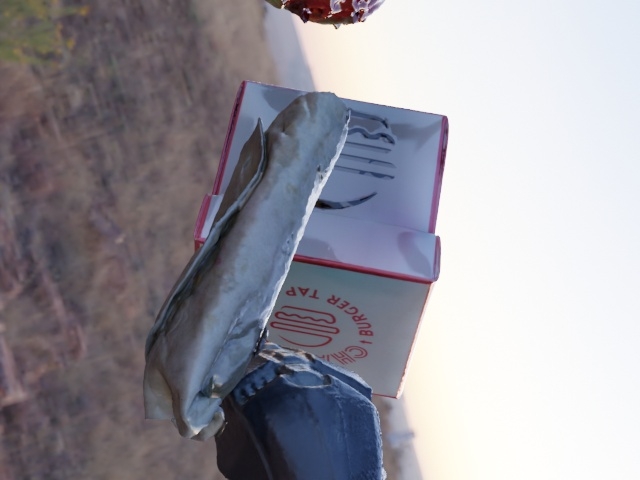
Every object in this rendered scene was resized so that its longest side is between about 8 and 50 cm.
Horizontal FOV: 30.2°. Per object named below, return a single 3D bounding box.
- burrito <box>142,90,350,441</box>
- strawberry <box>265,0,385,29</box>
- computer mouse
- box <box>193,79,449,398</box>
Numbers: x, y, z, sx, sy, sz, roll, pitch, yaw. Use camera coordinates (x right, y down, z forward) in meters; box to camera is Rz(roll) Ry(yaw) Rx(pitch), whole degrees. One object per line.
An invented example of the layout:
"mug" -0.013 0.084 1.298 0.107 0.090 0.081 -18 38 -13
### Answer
"burrito" -0.048 0.015 0.713 0.087 0.060 0.226 -36 -152 60
"strawberry" 0.012 -0.353 1.209 0.244 0.205 0.205 -58 -161 21
"computer mouse" -0.019 0.103 0.743 0.192 0.105 0.062 -129 -134 -58
"box" 0.000 0.000 1.659 0.312 0.314 0.300 99 2 -54
